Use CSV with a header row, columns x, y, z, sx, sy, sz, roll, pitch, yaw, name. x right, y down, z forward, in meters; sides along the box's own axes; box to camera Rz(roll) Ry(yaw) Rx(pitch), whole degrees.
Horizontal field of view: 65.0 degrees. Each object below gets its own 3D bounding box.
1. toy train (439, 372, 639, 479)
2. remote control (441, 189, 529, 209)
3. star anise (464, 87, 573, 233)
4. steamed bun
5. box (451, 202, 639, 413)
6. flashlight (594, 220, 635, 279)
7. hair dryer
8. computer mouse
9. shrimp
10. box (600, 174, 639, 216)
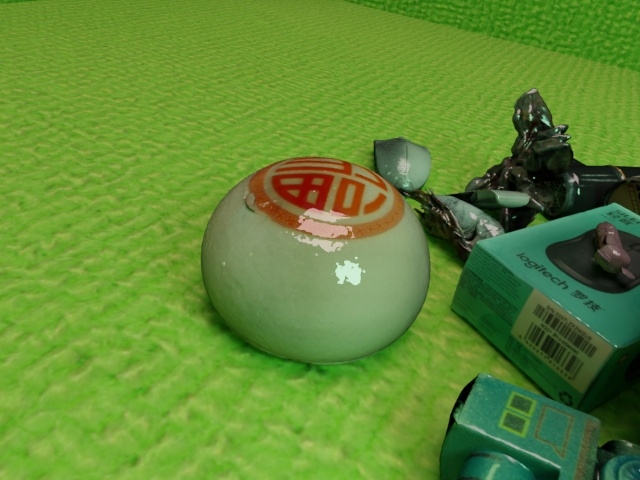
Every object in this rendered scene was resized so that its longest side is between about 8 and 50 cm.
x,y,z,sx,sy,sz,roll,pitch,yaw,name
0.149,0.239,0.351,0.194,0.119,0.298,19,34,26,toy train
0.254,-0.064,0.809,0.065,0.029,0.166,1,1,-18,remote control
0.347,-0.120,0.857,0.129,0.212,0.282,22,42,-4,star anise
0.000,0.000,0.602,0.283,0.177,0.283,7,35,-5,steamed bun
0.357,0.067,0.645,0.312,0.118,0.205,-12,41,-28,box
0.340,0.009,0.595,0.052,0.031,0.110,37,34,1,flashlight
0.484,-0.140,1.019,0.189,0.107,0.352,0,27,-10,hair dryer
0.160,-0.166,0.982,0.113,0.068,0.229,10,34,-2,computer mouse
0.198,-0.036,0.802,0.090,0.079,0.233,27,11,-47,shrimp
0.558,-0.045,0.803,0.135,0.151,0.151,-20,41,-14,box
